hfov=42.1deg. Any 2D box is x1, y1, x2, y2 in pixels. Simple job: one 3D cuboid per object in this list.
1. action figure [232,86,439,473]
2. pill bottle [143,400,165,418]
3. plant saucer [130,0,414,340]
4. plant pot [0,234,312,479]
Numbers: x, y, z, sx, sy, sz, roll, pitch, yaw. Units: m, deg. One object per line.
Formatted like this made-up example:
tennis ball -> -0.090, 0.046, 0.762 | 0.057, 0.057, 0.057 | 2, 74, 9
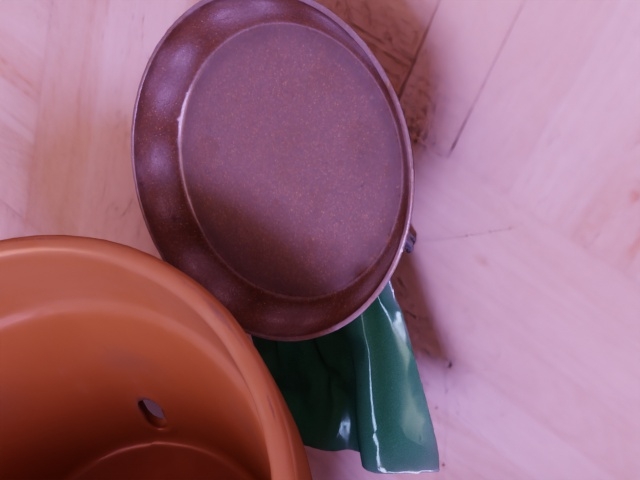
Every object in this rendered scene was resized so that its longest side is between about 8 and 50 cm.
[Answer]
action figure -> 0.000, 0.000, 0.449 | 0.137, 0.063, 0.232 | 1, 106, 38
pill bottle -> -0.209, 0.165, 0.659 | 0.180, 0.108, 0.108 | -8, 107, 39
plant saucer -> -0.023, -0.035, 0.404 | 0.168, 0.029, 0.169 | 9, 106, 33
plant pot -> -0.127, 0.172, 0.429 | 0.290, 0.291, 0.203 | 24, 159, 26
